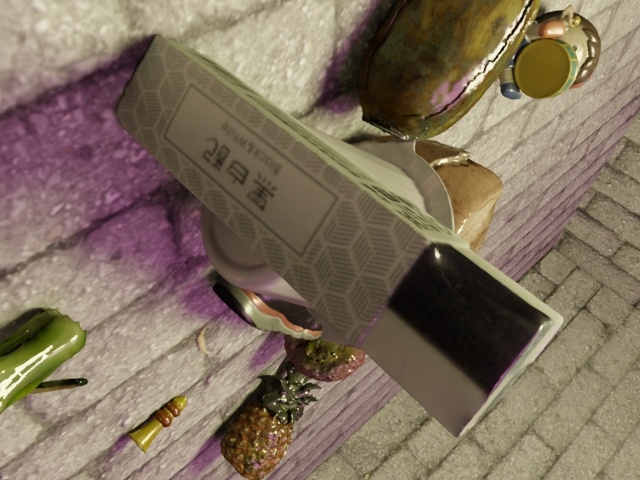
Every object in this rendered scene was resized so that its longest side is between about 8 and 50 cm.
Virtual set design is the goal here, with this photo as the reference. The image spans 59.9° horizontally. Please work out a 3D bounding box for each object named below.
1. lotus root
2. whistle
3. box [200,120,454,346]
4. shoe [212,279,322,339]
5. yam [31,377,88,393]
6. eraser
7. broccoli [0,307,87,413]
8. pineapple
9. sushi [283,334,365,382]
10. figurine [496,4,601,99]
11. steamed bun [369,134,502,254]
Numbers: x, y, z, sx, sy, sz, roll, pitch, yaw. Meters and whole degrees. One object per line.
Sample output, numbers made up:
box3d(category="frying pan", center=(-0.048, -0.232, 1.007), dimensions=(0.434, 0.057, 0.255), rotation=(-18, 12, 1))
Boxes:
box3d(category="lotus root", center=(0.158, -0.249, 0.709), dimensions=(0.275, 0.160, 0.152), rotation=(-52, 179, 11))
box3d(category="whistle", center=(-0.273, 0.317, 0.963), dimensions=(0.109, 0.046, 0.057), rotation=(-39, 140, -33))
box3d(category="box", center=(0.000, 0.000, 0.624), dimensions=(0.262, 0.291, 0.206), rotation=(-42, 146, 24))
box3d(category="shoe", center=(-0.052, 0.076, 0.900), dimensions=(0.137, 0.114, 0.291), rotation=(-54, 152, 0))
box3d(category="yam", center=(-0.335, 0.182, 0.697), dimensions=(0.014, 0.014, 0.107), rotation=(-53, 155, 10))
box3d(category="eraser", center=(-0.010, -0.029, 0.452), dimensions=(0.096, 0.404, 0.098), rotation=(-56, 152, 15))
box3d(category="broccoli", center=(-0.366, 0.145, 0.503), dimensions=(0.198, 0.177, 0.275), rotation=(47, 51, -33))
box3d(category="pineapple", center=(-0.093, 0.368, 1.232), dimensions=(0.310, 0.141, 0.170), rotation=(-53, 131, -6))
box3d(category="sushi", center=(0.045, 0.176, 1.085), dimensions=(0.241, 0.162, 0.107), rotation=(-24, 155, -5))
box3d(category="figurine", center=(0.420, -0.333, 1.005), dimensions=(0.275, 0.158, 0.161), rotation=(-24, 155, -41))
box3d(category="steamed bun", center=(0.153, -0.063, 0.853), dimensions=(0.199, 0.251, 0.301), rotation=(-59, 163, 21))
